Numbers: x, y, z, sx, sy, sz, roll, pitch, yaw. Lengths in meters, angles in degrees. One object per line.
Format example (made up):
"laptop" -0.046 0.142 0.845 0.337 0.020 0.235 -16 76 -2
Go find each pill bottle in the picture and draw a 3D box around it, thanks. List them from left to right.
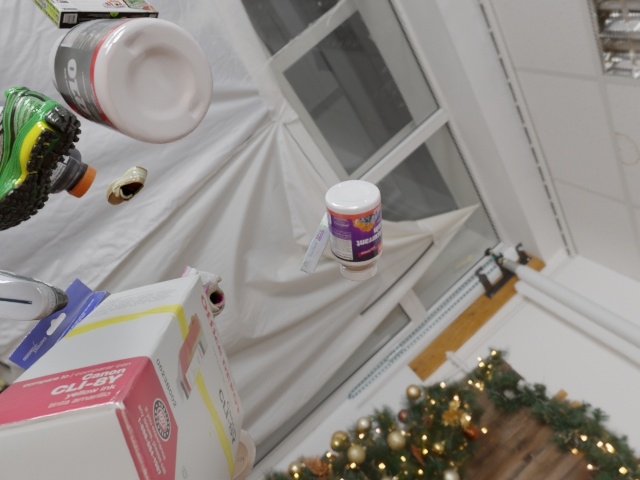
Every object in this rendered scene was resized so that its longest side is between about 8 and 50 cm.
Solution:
"pill bottle" -0.670 -0.196 1.174 0.246 0.130 0.130 34 5 -39
"pill bottle" -0.299 -0.246 0.741 0.283 0.161 0.161 24 -22 44
"pill bottle" 0.072 -0.014 0.998 0.108 0.108 0.193 43 -30 46

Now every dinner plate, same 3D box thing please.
"dinner plate" -0.216 0.515 1.161 0.141 0.141 0.017 51 -26 -19

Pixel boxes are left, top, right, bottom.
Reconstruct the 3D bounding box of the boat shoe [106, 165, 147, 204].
"boat shoe" -0.431 -0.112 1.084 0.050 0.135 0.045 23 45 -40

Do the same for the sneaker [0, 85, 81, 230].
"sneaker" -0.631 -0.155 1.007 0.146 0.343 0.134 39 13 5

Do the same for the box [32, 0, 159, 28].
"box" -0.428 -0.453 0.936 0.114 0.207 0.036 46 -50 12

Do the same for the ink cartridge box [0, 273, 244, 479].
"ink cartridge box" -0.225 0.237 0.640 0.384 0.160 0.279 -103 180 -76

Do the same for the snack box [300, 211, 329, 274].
"snack box" 0.000 0.000 1.188 0.037 0.141 0.100 25 32 2

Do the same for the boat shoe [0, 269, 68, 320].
"boat shoe" -0.734 0.123 1.097 0.335 0.121 0.119 13 -9 5

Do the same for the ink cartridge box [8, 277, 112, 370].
"ink cartridge box" -0.653 0.302 1.415 0.307 0.072 0.303 51 36 -26

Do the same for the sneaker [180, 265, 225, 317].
"sneaker" -0.316 0.186 1.342 0.103 0.111 0.252 -80 176 -52
